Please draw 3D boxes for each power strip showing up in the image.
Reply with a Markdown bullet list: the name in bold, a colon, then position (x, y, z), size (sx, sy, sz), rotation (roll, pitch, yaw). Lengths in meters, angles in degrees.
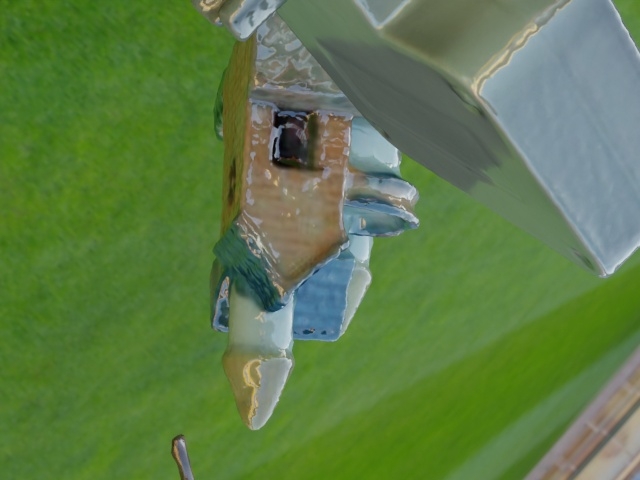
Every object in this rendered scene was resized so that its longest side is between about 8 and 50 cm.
- **power strip**: position (0.036, -0.102, 0.566), size (0.141, 0.229, 0.261), rotation (-45, 129, -3)

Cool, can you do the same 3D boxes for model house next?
- **model house**: position (0.000, 0.000, 0.956), size (0.267, 0.194, 0.324), rotation (143, -45, -74)

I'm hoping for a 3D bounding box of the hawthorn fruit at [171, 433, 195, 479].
- **hawthorn fruit**: position (0.004, 0.166, 0.359), size (0.162, 0.204, 0.162), rotation (-43, 150, -33)
